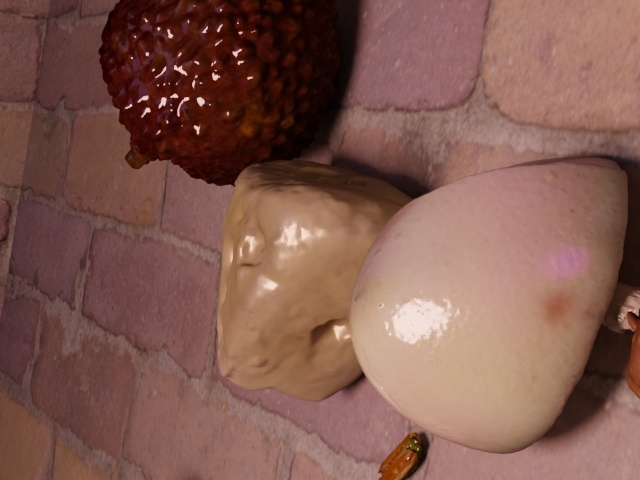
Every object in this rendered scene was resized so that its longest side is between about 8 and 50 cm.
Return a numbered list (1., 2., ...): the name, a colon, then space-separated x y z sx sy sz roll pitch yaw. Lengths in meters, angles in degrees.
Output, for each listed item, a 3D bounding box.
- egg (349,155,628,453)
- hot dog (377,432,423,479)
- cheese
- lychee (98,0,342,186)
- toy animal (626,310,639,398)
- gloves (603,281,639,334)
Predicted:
1. egg: 0.111 0.047 1.138 0.271 0.161 0.206 119 163 -44
2. hot dog: 0.077 0.209 1.359 0.083 0.021 0.037 -53 17 51
3. cheese: -0.001 -0.001 1.421 0.248 0.173 0.251 135 142 -53
4. lychee: -0.110 -0.188 1.591 0.304 0.275 0.276 -48 36 15
5. toy animal: 0.289 0.074 0.913 0.224 0.066 0.230 -26 47 38
6. gloves: 0.229 0.049 1.077 0.044 0.037 0.081 -52 9 -23
